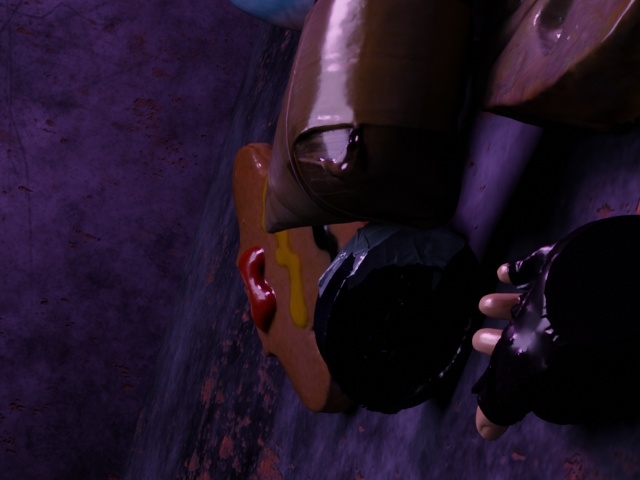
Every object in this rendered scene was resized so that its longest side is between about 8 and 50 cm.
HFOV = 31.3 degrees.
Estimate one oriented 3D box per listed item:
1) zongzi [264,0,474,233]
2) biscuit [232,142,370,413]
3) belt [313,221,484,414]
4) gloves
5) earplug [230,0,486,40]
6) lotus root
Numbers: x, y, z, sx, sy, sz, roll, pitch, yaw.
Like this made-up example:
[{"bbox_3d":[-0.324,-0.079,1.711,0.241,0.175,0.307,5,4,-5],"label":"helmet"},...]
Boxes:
[{"bbox_3d":[0.021,-0.155,1.094,0.317,0.154,0.289,-10,68,62],"label":"zongzi"},{"bbox_3d":[0.000,0.000,1.332,0.394,0.076,0.368,-42,60,54],"label":"biscuit"},{"bbox_3d":[0.074,0.063,1.106,0.198,0.151,0.078,-66,15,10],"label":"belt"},{"bbox_3d":[0.169,0.070,0.828,0.164,0.124,0.203,-54,-13,-16],"label":"gloves"},{"bbox_3d":[0.033,-0.302,1.229,0.324,0.185,0.185,4,72,33],"label":"earplug"},{"bbox_3d":[0.252,-0.271,0.952,0.375,0.111,0.390,-56,20,36],"label":"lotus root"}]
